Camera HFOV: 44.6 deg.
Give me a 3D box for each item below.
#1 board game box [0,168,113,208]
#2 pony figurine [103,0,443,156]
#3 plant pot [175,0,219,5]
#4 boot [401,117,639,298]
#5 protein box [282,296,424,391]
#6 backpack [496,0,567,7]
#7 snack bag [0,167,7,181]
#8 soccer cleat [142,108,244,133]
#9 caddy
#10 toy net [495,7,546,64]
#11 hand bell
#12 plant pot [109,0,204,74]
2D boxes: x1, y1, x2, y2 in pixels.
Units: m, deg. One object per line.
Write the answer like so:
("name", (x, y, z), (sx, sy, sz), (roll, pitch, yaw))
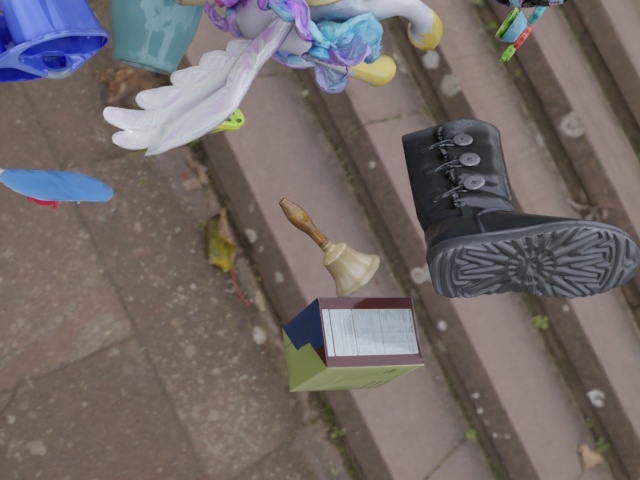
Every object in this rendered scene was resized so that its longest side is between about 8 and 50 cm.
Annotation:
("board game box", (-0.410, -0.072, 1.214), (0.168, 0.033, 0.133), (-2, 25, -42))
("pony figurine", (-0.051, -0.257, 0.853), (0.363, 0.351, 0.303), (1, 81, -51))
("plant pot", (-0.255, -0.704, 1.982), (0.274, 0.256, 0.256), (-24, 86, -18))
("boot", (0.354, -0.080, 1.486), (0.445, 0.367, 0.146), (-91, -179, -57))
("protein box", (0.058, 0.202, 1.509), (0.201, 0.200, 0.136), (2, 67, -23))
("backpack", (0.304, -0.419, 1.101), (0.173, 0.158, 0.117), (61, 34, -54))
("snack bag", (-0.758, -0.188, 1.401), (0.342, 0.037, 0.323), (23, 1, 8))
("soccer cleat", (-0.313, -0.282, 1.864), (0.289, 0.121, 0.093), (-11, 64, -43))
("caddy", (-0.630, -0.448, 1.762), (0.179, 0.241, 0.341), (65, 20, -7))
("toy net", (0.385, -0.425, 1.398), (0.045, 0.232, 0.122), (35, 53, -1))
("hand bell", (0.000, 0.000, 1.658), (0.242, 0.126, 0.126), (44, 38, -16))
("plant pot", (-0.472, -0.610, 2.191), (0.271, 0.271, 0.255), (9, 97, -49))
